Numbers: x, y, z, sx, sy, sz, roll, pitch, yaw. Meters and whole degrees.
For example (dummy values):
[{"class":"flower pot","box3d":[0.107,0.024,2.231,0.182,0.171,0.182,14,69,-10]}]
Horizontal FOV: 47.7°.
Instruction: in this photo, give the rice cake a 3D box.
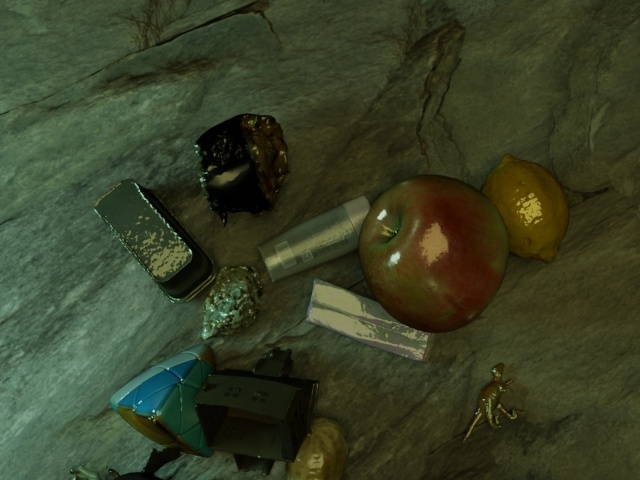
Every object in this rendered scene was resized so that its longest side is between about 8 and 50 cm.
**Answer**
[{"class":"rice cake","box3d":[0.111,0.180,1.608,0.298,0.050,0.106,19,83,-1]}]

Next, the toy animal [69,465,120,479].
[{"class":"toy animal","box3d":[-0.513,0.596,1.522,0.170,0.090,0.255,21,92,-19]}]

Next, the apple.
[{"class":"apple","box3d":[0.223,0.022,1.487,0.277,0.319,0.319,25,84,-18]}]

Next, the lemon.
[{"class":"lemon","box3d":[0.444,-0.067,1.579,0.188,0.188,0.257,-19,81,-4]}]

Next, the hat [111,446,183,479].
[{"class":"hat","box3d":[-0.371,0.550,1.459,0.336,0.209,0.238,-14,118,18]}]

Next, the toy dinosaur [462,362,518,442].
[{"class":"toy dinosaur","box3d":[0.365,0.359,1.612,0.162,0.039,0.126,-23,76,1]}]

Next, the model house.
[{"class":"model house","box3d":[-0.112,0.336,1.517,0.211,0.243,0.204,5,124,16]}]

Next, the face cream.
[{"class":"face cream","box3d":[0.000,0.000,1.610,0.269,0.073,0.107,-24,94,-4]}]

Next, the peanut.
[{"class":"peanut","box3d":[-0.014,0.487,1.534,0.129,0.129,0.224,10,81,-1]}]

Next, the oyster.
[{"class":"oyster","box3d":[-0.194,0.139,1.596,0.125,0.064,0.177,9,82,3]}]

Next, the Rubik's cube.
[{"class":"Rubik's cube","box3d":[-0.274,0.343,1.537,0.254,0.254,0.254,0,84,-2]}]

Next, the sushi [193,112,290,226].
[{"class":"sushi","box3d":[-0.160,-0.156,1.560,0.204,0.200,0.213,-15,62,-4]}]

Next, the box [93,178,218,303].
[{"class":"box","box3d":[-0.352,0.002,1.538,0.138,0.178,0.274,-42,84,-6]}]
